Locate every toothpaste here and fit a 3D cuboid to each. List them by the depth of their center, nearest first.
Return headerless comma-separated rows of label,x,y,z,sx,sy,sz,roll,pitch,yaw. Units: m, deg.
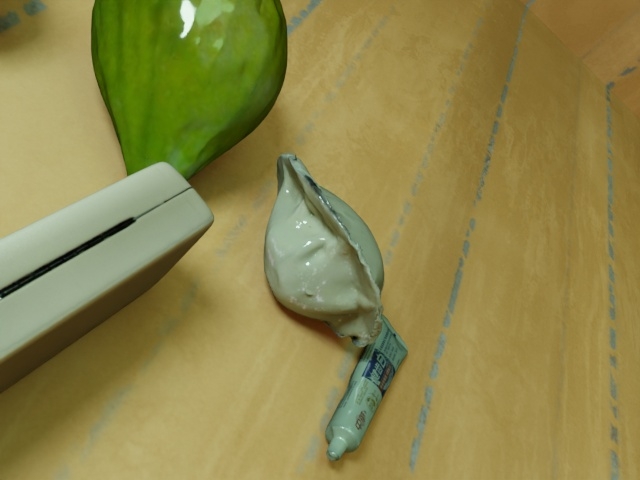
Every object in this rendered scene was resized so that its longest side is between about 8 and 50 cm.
toothpaste,0.053,0.168,0.830,0.060,0.038,0.233,48,35,-6

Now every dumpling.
dumpling,0.000,0.000,0.821,0.142,0.172,0.247,-23,66,-19

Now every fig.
fig,-0.144,-0.186,0.838,0.233,0.233,0.314,-8,92,-47

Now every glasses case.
glasses case,-0.229,0.050,0.571,0.076,0.144,0.336,50,37,0
